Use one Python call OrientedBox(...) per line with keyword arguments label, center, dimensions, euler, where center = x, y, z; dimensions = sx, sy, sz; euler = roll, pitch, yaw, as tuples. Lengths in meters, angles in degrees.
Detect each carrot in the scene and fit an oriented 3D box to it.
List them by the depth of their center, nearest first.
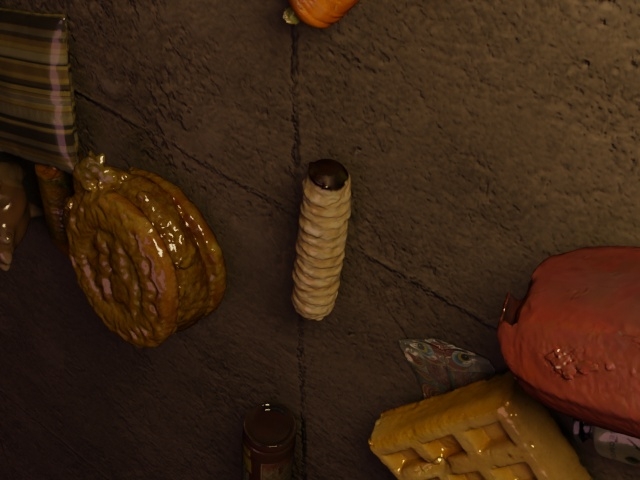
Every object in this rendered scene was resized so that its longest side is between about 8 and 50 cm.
OrientedBox(label="carrot", center=(0.045, -0.255, 0.814), dimensions=(0.061, 0.061, 0.256), euler=(51, 136, 1))
OrientedBox(label="carrot", center=(-0.353, -0.054, 1.413), dimensions=(0.082, 0.082, 0.173), euler=(25, 141, 33))

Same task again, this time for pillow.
OrientedBox(label="pillow", center=(-0.391, -0.202, 1.332), dimensions=(0.208, 0.052, 0.212), euler=(16, 116, 36))

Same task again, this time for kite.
OrientedBox(label="kite", center=(0.153, 0.203, 1.126), dimensions=(0.127, 0.016, 0.229), euler=(17, 129, 44))

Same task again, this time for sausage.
OrientedBox(label="sausage", center=(0.262, 0.079, 0.772), dimensions=(0.279, 0.152, 0.152), euler=(7, 126, 50))

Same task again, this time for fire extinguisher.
OrientedBox(label="fire extinguisher", center=(-0.065, 0.343, 1.443), dimensions=(0.106, 0.075, 0.252), euler=(33, 141, 25))

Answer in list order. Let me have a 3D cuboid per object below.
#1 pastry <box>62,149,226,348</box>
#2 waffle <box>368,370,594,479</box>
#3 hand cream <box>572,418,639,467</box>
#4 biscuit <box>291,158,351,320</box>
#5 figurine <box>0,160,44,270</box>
OrientedBox(label="pastry", center=(-0.229, 0.016, 1.310), dimensions=(0.235, 0.132, 0.240), euler=(53, 140, 13))
OrientedBox(label="waffle", center=(0.192, 0.271, 1.083), dimensions=(0.248, 0.055, 0.221), euler=(55, 140, -6))
OrientedBox(label="hand cream", center=(0.336, 0.187, 0.880), dimensions=(0.234, 0.050, 0.080), euler=(9, 124, 37))
OrientedBox(label="biscuit", center=(0.000, 0.000, 1.081), dimensions=(0.219, 0.055, 0.061), euler=(98, 161, -45))
OrientedBox(label="figurine", center=(-0.540, -0.016, 1.518), dimensions=(0.177, 0.247, 0.173), euler=(18, 158, 13))
